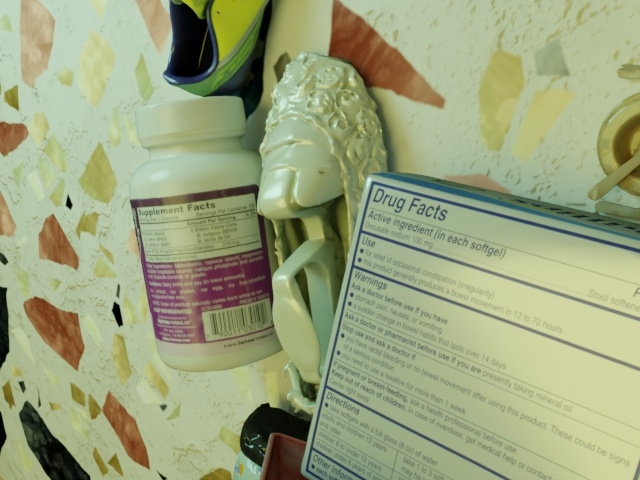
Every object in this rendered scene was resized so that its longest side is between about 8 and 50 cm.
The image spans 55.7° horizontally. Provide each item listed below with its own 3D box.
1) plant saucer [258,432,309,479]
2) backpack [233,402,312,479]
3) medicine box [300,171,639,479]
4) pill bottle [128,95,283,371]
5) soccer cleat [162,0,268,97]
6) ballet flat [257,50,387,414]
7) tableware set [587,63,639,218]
[{"bbox_3d":[0.063,0.265,0.521,0.259,0.259,0.047,19,89,0],"label":"plant saucer"},{"bbox_3d":[-0.043,0.319,0.772,0.152,0.115,0.181,14,113,34],"label":"backpack"},{"bbox_3d":[0.152,0.111,0.506,0.264,0.149,0.289,19,102,35],"label":"medicine box"},{"bbox_3d":[-0.133,-0.012,0.723,0.169,0.169,0.301,-1,100,40],"label":"pill bottle"},{"bbox_3d":[-0.102,-0.293,0.657,0.093,0.121,0.289,35,121,28],"label":"soccer cleat"},{"bbox_3d":[0.000,0.000,0.643,0.147,0.147,0.408,-2,99,40],"label":"ballet flat"},{"bbox_3d":[0.299,-0.062,0.439,0.194,0.039,0.128,14,110,36],"label":"tableware set"}]
